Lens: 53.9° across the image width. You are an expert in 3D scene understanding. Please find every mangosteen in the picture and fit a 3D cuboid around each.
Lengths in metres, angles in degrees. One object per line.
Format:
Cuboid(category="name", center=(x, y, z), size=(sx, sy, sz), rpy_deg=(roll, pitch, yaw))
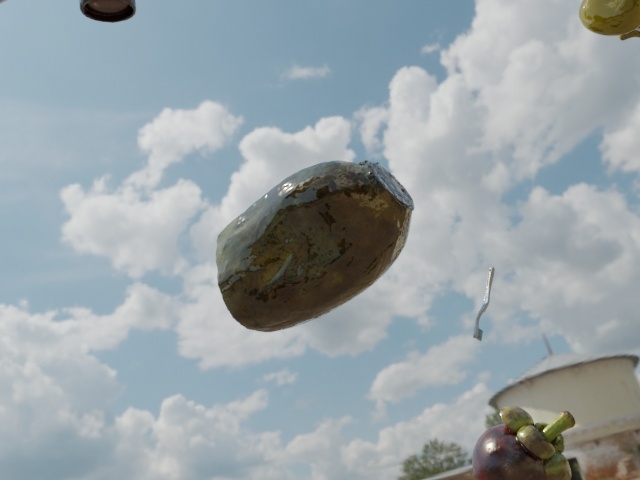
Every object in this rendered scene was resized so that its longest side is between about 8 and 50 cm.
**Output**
Cuboid(category="mangosteen", center=(0.333, 0.356, 1.020), size=(0.181, 0.156, 0.146), rpy_deg=(-53, -11, 34))

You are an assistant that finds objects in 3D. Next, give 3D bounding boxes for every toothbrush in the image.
Cuboid(category="toothbrush", center=(0.270, 0.099, 1.037), size=(0.017, 0.162, 0.014), rpy_deg=(35, -43, -11))

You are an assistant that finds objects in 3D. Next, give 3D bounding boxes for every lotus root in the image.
Cuboid(category="lotus root", center=(0.000, 0.000, 1.090), size=(0.346, 0.250, 0.250), rpy_deg=(-36, -36, 26))

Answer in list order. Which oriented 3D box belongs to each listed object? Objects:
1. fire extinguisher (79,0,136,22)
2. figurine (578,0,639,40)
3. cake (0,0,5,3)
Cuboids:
Cuboid(category="fire extinguisher", center=(-0.383, -0.565, 1.123), size=(0.105, 0.341, 0.141), rpy_deg=(-8, -7, 10))
Cuboid(category="figurine", center=(0.454, -0.377, 0.867), size=(0.228, 0.215, 0.215), rpy_deg=(-6, -27, -39))
Cuboid(category="cake", center=(-0.437, -0.414, 0.626), size=(0.309, 0.237, 0.230), rpy_deg=(9, -51, -24))
